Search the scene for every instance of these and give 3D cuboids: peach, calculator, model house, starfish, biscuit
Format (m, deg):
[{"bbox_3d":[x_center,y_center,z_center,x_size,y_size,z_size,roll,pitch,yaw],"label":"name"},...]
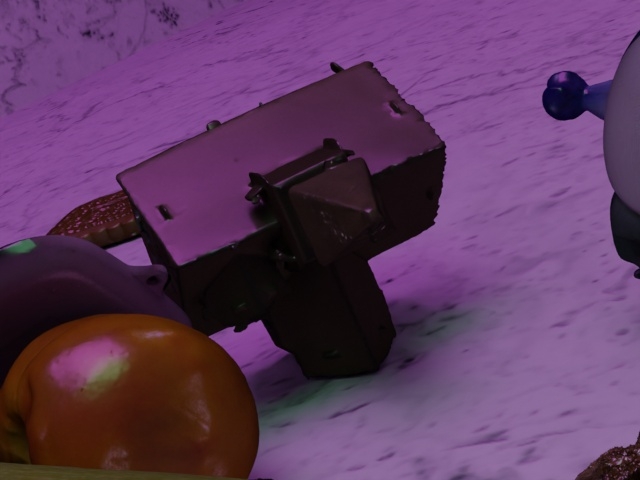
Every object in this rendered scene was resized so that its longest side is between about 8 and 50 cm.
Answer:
[{"bbox_3d":[-0.100,0.100,0.822,0.138,0.138,0.138,-21,14,5],"label":"peach"},{"bbox_3d":[-0.207,0.097,0.899,0.294,0.194,0.043,-32,53,11],"label":"calculator"},{"bbox_3d":[0.000,0.000,0.925,0.181,0.176,0.248,-25,10,-13],"label":"model house"},{"bbox_3d":[0.143,0.098,0.670,0.078,0.028,0.091,-21,9,15],"label":"starfish"},{"bbox_3d":[-0.177,-0.040,1.649,0.255,0.029,0.172,-19,15,14],"label":"biscuit"}]

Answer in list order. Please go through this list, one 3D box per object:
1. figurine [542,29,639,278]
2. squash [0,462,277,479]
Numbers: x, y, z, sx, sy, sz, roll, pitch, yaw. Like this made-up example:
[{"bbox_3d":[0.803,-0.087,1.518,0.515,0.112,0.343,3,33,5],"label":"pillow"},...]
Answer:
[{"bbox_3d":[0.298,-0.070,0.757,0.382,0.186,0.261,-16,9,40],"label":"figurine"},{"bbox_3d":[-0.133,0.146,0.567,0.247,0.132,0.132,0,20,15],"label":"squash"}]
